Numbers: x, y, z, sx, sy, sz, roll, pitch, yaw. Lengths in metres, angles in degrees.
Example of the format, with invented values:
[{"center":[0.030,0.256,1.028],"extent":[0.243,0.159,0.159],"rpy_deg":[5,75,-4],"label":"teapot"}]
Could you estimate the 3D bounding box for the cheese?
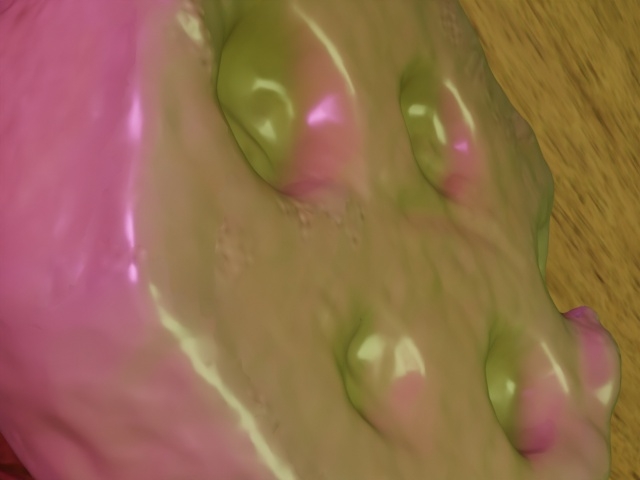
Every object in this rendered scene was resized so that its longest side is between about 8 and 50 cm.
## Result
[{"center":[0.000,0.000,0.564],"extent":[0.318,0.115,0.326],"rpy_deg":[13,65,-52],"label":"cheese"}]
